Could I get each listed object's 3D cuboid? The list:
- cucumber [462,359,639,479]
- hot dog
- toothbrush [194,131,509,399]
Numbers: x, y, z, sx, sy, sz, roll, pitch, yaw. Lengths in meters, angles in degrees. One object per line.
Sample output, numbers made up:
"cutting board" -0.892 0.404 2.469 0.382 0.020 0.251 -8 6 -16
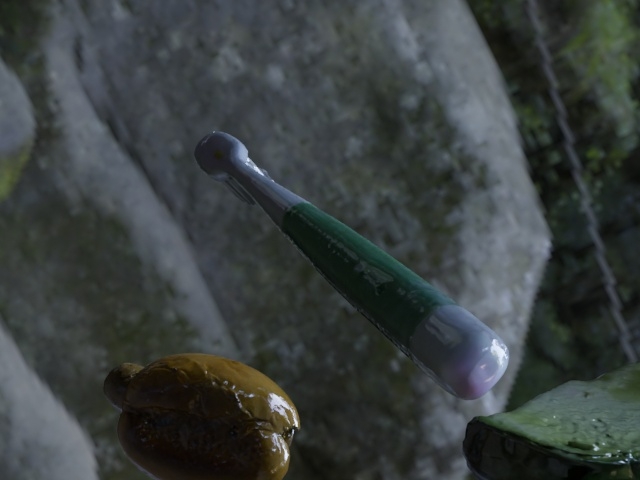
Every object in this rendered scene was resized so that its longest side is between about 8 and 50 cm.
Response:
"cucumber" 0.213 0.131 1.022 0.145 0.105 0.325 23 20 37
"hot dog" -0.081 0.118 1.072 0.060 0.140 0.089 19 77 -76
"toothbrush" 0.000 0.000 0.485 0.024 0.018 0.257 44 -2 -21
